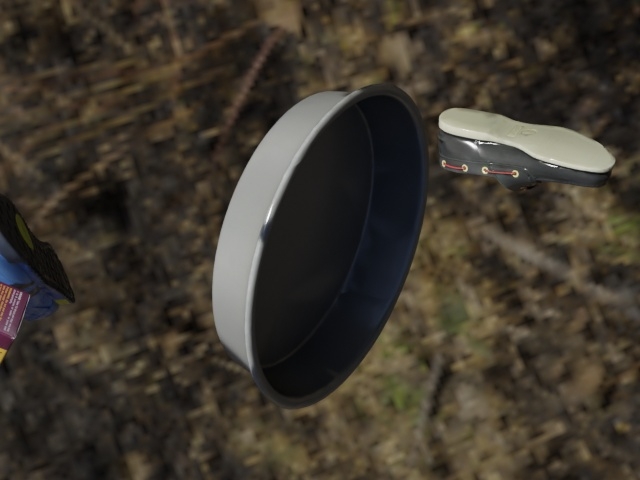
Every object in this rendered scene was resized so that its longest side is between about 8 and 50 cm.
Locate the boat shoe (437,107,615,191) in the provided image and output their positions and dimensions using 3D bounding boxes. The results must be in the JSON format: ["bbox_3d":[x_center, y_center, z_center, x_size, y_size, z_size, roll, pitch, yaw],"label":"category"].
[{"bbox_3d":[0.142,-0.057,1.343,0.133,0.049,0.042,15,119,28],"label":"boat shoe"}]

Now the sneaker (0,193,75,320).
[{"bbox_3d":[-0.257,0.024,1.538,0.209,0.082,0.069,71,178,-73],"label":"sneaker"}]

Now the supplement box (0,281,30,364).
[{"bbox_3d":[-0.243,0.049,1.288,0.055,0.083,0.043,124,164,-44],"label":"supplement box"}]

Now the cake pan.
[{"bbox_3d":[0.000,0.000,1.678,0.054,0.293,0.293,19,125,27],"label":"cake pan"}]
